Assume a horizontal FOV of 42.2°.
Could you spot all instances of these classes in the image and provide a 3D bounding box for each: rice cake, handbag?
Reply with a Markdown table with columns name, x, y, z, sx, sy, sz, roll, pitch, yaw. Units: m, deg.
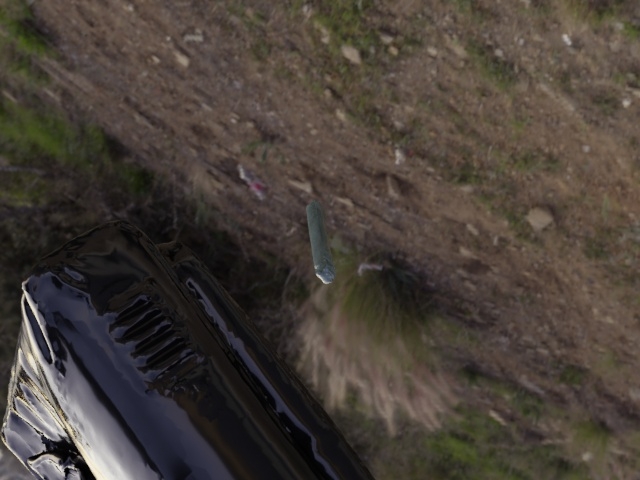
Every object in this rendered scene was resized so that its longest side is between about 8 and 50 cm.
| name | x | y | z | sx | sy | sz | roll | pitch | yaw |
| --- | --- | --- | --- | --- | --- | --- | --- | --- | --- |
| rice cake | 0.000 | 0.000 | 0.919 | 0.022 | 0.121 | 0.022 | -29 | 128 | 17 |
| handbag | -0.059 | 0.144 | 0.421 | 0.275 | 0.088 | 0.244 | 48 | 142 | 10 |
